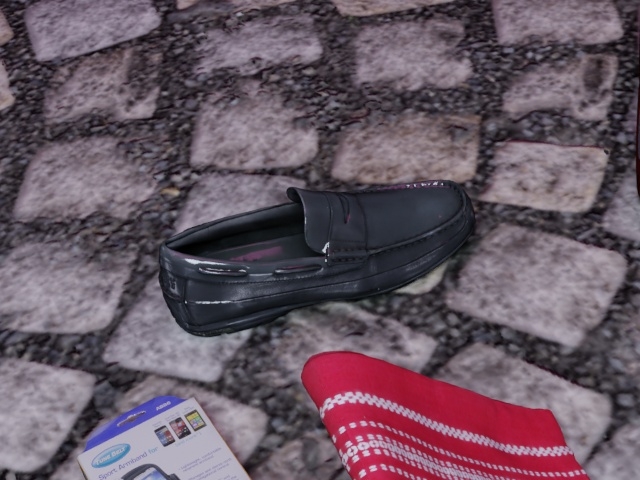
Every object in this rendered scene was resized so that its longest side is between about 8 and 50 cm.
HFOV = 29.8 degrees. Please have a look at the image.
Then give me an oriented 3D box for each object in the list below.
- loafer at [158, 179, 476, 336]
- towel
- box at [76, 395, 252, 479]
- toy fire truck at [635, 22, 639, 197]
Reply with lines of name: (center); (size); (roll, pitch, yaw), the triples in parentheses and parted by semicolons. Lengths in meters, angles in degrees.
loafer: (0.000, 0.000, 0.813); (0.223, 0.078, 0.076); (-17, 43, -9)
towel: (0.111, 0.163, 0.556); (0.031, 0.199, 0.275); (-53, 41, 19)
box: (-0.085, 0.149, 0.704); (0.081, 0.028, 0.136); (-25, 42, -17)
toy fire truck: (0.308, -0.174, 0.820); (0.169, 0.254, 0.302); (3, 43, 12)
